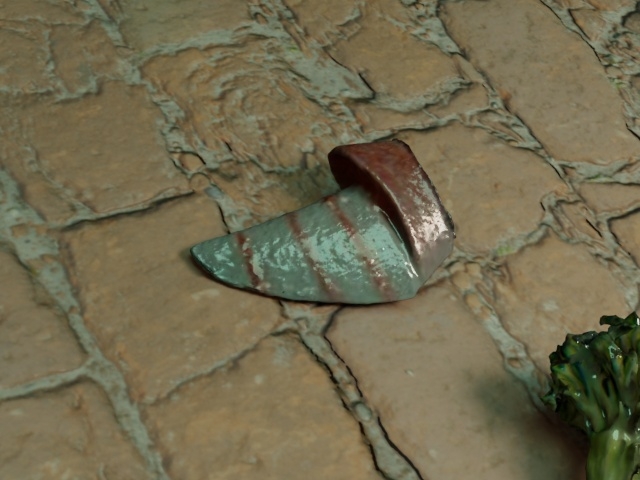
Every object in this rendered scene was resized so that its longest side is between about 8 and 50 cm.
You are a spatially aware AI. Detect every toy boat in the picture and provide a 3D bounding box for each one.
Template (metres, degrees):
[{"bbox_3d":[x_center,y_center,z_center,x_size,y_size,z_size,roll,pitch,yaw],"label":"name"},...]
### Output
[{"bbox_3d":[0.000,0.000,1.377,0.282,0.096,0.206,-20,70,-18],"label":"toy boat"}]

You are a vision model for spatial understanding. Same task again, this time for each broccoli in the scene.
[{"bbox_3d":[0.329,0.209,1.195,0.177,0.198,0.275,43,39,-40],"label":"broccoli"}]
